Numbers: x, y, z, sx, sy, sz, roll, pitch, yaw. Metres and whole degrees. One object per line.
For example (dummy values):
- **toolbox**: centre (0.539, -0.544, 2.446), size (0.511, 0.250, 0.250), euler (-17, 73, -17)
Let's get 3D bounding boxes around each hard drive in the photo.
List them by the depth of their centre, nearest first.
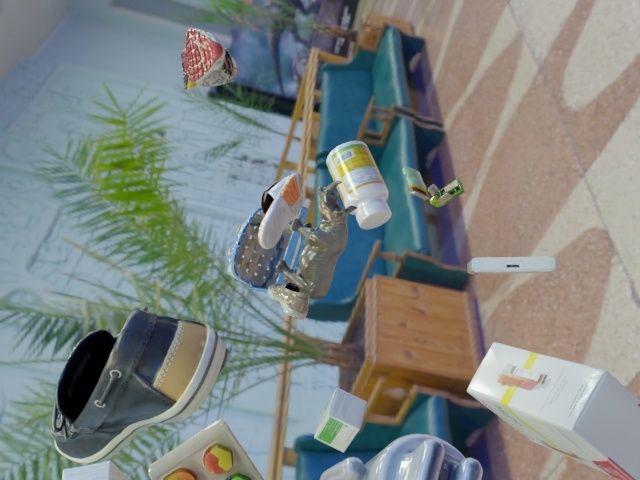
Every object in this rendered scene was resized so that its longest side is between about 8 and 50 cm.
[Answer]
- **hard drive**: centre (0.580, 0.079, 2.148), size (0.353, 0.232, 0.047), euler (17, -108, -80)

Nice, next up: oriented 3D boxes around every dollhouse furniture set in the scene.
- **dollhouse furniture set**: centre (0.263, -0.129, 1.597), size (0.058, 0.151, 0.076), euler (-35, 52, 35)

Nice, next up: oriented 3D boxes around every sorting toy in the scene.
- **sorting toy**: centre (-0.231, 0.516, 1.465), size (0.193, 0.208, 0.038), euler (-33, 3, -5)

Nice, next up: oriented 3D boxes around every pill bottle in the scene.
- **pill bottle**: centre (0.120, -0.161, 2.062), size (0.136, 0.136, 0.246), euler (115, 138, -55)

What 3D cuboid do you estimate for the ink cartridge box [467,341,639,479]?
- **ink cartridge box**: centre (0.588, 0.411, 1.681), size (0.160, 0.279, 0.384), euler (-56, 20, -12)

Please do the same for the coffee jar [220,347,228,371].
- **coffee jar**: centre (-0.253, 0.236, 1.268), size (0.184, 0.096, 0.079), euler (-41, 22, 32)

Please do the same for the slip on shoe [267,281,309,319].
- **slip on shoe**: centre (-0.050, 0.087, 1.125), size (0.135, 0.051, 0.041), euler (-142, 71, -71)

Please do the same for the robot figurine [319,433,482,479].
- **robot figurine**: centre (0.147, 0.470, 1.219), size (0.200, 0.299, 0.353), euler (-59, -1, -40)

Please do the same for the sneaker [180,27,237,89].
- **sneaker**: centre (-0.189, -0.317, 1.209), size (0.225, 0.092, 0.088), euler (-157, 62, -73)

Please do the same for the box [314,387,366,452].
- **box**: centre (0.050, 0.444, 1.718), size (0.101, 0.087, 0.102), euler (-63, 1, 33)

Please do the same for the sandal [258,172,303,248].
- **sandal**: centre (-0.112, -0.078, 1.632), size (0.265, 0.076, 0.102), euler (-59, -31, -51)

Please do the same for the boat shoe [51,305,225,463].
- **boat shoe**: centre (-0.327, 0.222, 1.071), size (0.500, 0.156, 0.187), euler (-33, 34, 47)

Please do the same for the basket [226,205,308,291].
- **basket**: centre (-0.143, 0.036, 1.970), size (0.289, 0.201, 0.255), euler (-10, 57, 57)

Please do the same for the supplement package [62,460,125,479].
- **supplement package**: centre (-0.471, 0.568, 1.438), size (0.105, 0.105, 0.179), euler (82, 178, -54)

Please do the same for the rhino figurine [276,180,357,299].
- **rhino figurine**: centre (0.000, 0.000, 1.276), size (0.073, 0.106, 0.243), euler (-11, -53, -52)
